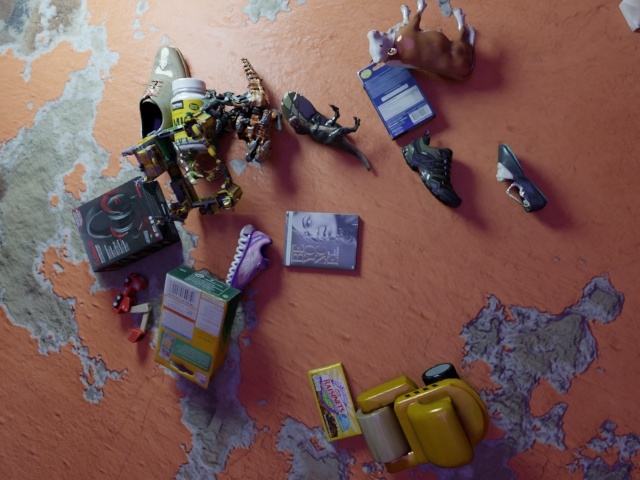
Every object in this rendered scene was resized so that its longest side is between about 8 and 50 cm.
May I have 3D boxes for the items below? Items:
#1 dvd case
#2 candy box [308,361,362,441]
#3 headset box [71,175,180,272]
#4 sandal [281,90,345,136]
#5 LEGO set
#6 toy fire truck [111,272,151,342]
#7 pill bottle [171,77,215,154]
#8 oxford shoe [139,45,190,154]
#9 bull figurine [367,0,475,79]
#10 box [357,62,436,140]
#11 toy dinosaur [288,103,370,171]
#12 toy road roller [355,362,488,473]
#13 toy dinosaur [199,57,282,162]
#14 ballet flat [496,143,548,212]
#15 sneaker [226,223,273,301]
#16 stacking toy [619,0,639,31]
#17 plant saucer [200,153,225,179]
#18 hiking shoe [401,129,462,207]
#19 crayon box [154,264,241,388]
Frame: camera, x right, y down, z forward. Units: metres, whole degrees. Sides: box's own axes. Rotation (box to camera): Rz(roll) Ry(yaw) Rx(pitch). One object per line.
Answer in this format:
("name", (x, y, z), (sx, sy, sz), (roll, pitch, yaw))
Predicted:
("dvd case", (0.000, 0.000, 1.221), (0.221, 0.018, 0.165), (4, 89, 12))
("candy box", (0.042, 0.468, 1.194), (0.105, 0.027, 0.206), (-18, 85, 8))
("headset box", (-0.629, -0.041, 1.308), (0.293, 0.110, 0.218), (-23, 85, 10))
("sandal", (-0.021, -0.356, 1.221), (0.219, 0.060, 0.090), (30, 101, -3))
("LEGO set", (-0.381, -0.178, 1.142), (0.254, 0.192, 0.331), (-1, 122, 14))
("toy fire truck", (-0.596, 0.215, 1.326), (0.135, 0.047, 0.192), (28, 93, 11))
("pill bottle", (-0.389, -0.373, 1.252), (0.119, 0.119, 0.209), (-5, 94, 12))
("oxford shoe", (-0.491, -0.451, 1.281), (0.123, 0.130, 0.348), (1, 88, 12))
("bull figurine", (0.277, -0.539, 1.114), (0.310, 0.101, 0.188), (14, 91, -9))
("box", (0.216, -0.417, 1.179), (0.136, 0.036, 0.225), (-28, 83, 9))
("toy dinosaur", (0.047, -0.311, 1.169), (0.268, 0.064, 0.118), (25, 105, -8))
("toy road roller", (0.254, 0.467, 1.039), (0.329, 0.240, 0.203), (-25, 83, 10))
("toy dinosaur", (-0.222, -0.383, 1.230), (0.218, 0.164, 0.322), (-6, 57, 5))
("ballet flat", (0.517, -0.160, 1.092), (0.074, 0.074, 0.203), (-34, 84, 9))
("sneaker", (-0.207, 0.075, 1.229), (0.104, 0.095, 0.236), (17, 91, 4))
("stacking toy", (0.847, -0.714, 1.007), (0.279, 0.130, 0.309), (-34, 82, 9))
("plant saucer", (-0.341, -0.233, 1.303), (0.083, 0.013, 0.084), (-1, 87, 12))
("hiking shoe", (0.326, -0.196, 1.124), (0.114, 0.086, 0.227), (-39, 80, 12))
("crayon box", (-0.372, 0.258, 1.224), (0.203, 0.083, 0.323), (23, 113, 12))
